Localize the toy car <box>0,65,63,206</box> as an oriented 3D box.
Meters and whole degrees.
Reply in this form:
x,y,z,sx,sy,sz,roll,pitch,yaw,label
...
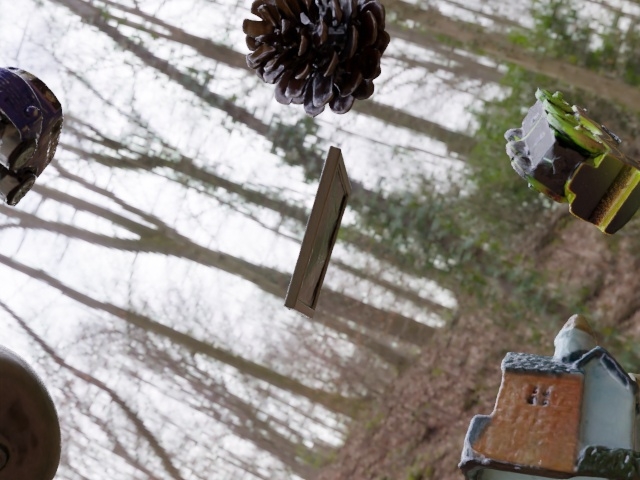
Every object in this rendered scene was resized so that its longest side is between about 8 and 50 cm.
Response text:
x,y,z,sx,sy,sz,roll,pitch,yaw,label
-0.476,-0.179,1.503,0.158,0.172,0.235,-50,0,-32,toy car

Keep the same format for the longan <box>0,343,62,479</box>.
x,y,z,sx,sy,sz,roll,pitch,yaw,label
-0.541,0.294,1.572,0.243,0.300,0.300,-42,-27,-5,longan

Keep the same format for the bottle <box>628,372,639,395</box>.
x,y,z,sx,sy,sz,roll,pitch,yaw,label
0.663,0.290,1.864,0.269,0.083,0.083,19,-87,-29,bottle

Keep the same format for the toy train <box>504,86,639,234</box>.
x,y,z,sx,sy,sz,roll,pitch,yaw,label
0.326,-0.111,1.292,0.100,0.160,0.296,-58,3,20,toy train

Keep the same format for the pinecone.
x,y,z,sx,sy,sz,roll,pitch,yaw,label
-0.014,-0.270,1.351,0.208,0.207,0.208,-48,-30,-41,pinecone

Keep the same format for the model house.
x,y,z,sx,sy,sz,roll,pitch,yaw,label
0.352,0.241,1.396,0.184,0.253,0.291,65,-143,-51,model house

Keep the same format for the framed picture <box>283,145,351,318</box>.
x,y,z,sx,sy,sz,roll,pitch,yaw,label
0.000,0.000,1.180,0.250,0.016,0.184,62,-136,-81,framed picture
